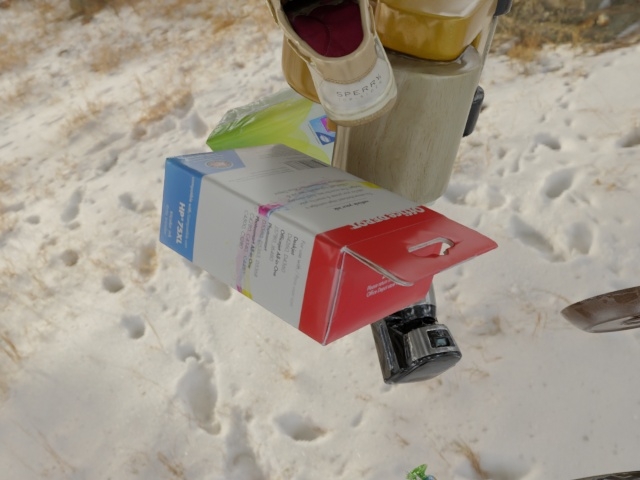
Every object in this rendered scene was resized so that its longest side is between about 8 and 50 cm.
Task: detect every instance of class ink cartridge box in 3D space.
[{"bbox_3d":[0.000,0.000,0.510,0.231,0.078,0.134,28,28,34],"label":"ink cartridge box"}]

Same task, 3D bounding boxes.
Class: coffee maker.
[{"bbox_3d":[0.134,0.130,1.035,0.120,0.171,0.178,-10,65,-8],"label":"coffee maker"}]

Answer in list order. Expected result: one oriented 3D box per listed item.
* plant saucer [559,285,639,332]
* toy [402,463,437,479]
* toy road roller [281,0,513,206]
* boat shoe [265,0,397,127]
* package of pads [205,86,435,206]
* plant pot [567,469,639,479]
[{"bbox_3d":[0.451,0.101,0.954,0.199,0.198,0.036,-11,71,12],"label":"plant saucer"},{"bbox_3d":[0.230,0.464,1.069,0.056,0.237,0.137,-36,-6,-12],"label":"toy"},{"bbox_3d":[0.052,-0.190,0.691,0.241,0.202,0.329,18,38,12],"label":"toy road roller"},{"bbox_3d":[-0.001,-0.147,0.396,0.063,0.059,0.170,-25,60,1],"label":"boat shoe"},{"bbox_3d":[0.014,-0.124,0.992,0.296,0.229,0.101,-13,38,29],"label":"package of pads"},{"bbox_3d":[0.339,0.320,0.605,0.167,0.187,0.188,-30,4,18],"label":"plant pot"}]
